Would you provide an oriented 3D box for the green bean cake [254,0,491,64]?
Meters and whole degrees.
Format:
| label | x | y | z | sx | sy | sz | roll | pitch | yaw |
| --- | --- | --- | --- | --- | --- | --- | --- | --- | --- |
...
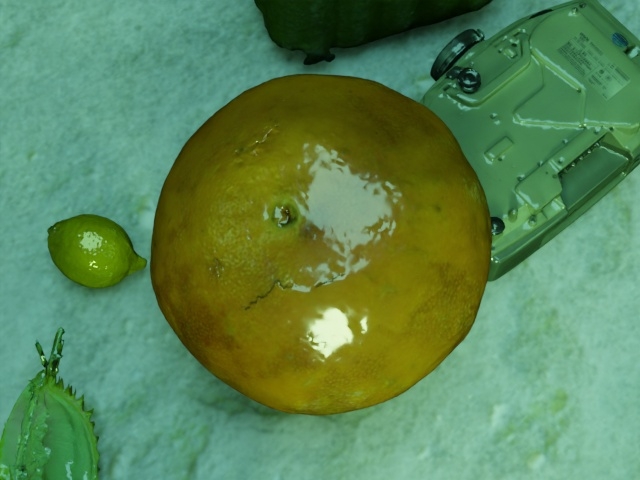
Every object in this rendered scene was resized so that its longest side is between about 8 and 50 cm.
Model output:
| label | x | y | z | sx | sy | sz | roll | pitch | yaw |
| --- | --- | --- | --- | --- | --- | --- | --- | --- | --- |
| green bean cake | 0.043 | -0.320 | 1.463 | 0.249 | 0.156 | 0.247 | -15 | 64 | -9 |

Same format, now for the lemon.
| label | x | y | z | sx | sy | sz | roll | pitch | yaw |
| --- | --- | --- | --- | --- | --- | --- | --- | --- | --- |
| lemon | -0.198 | 0.010 | 1.350 | 0.092 | 0.065 | 0.065 | 20 | 64 | -12 |

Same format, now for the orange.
| label | x | y | z | sx | sy | sz | roll | pitch | yaw |
| --- | --- | --- | --- | --- | --- | --- | --- | --- | --- |
| orange | 0.000 | 0.000 | 1.258 | 0.283 | 0.226 | 0.284 | -1 | 83 | 10 |

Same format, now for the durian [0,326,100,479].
| label | x | y | z | sx | sy | sz | roll | pitch | yaw |
| --- | --- | --- | --- | --- | --- | --- | --- | --- | --- |
| durian | -0.224 | 0.182 | 1.243 | 0.086 | 0.100 | 0.215 | 4 | 78 | -5 |

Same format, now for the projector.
| label | x | y | z | sx | sy | sz | roll | pitch | yaw |
| --- | --- | --- | --- | --- | --- | --- | --- | --- | --- |
| projector | 0.188 | -0.111 | 1.405 | 0.269 | 0.088 | 0.193 | -39 | 74 | -17 |
